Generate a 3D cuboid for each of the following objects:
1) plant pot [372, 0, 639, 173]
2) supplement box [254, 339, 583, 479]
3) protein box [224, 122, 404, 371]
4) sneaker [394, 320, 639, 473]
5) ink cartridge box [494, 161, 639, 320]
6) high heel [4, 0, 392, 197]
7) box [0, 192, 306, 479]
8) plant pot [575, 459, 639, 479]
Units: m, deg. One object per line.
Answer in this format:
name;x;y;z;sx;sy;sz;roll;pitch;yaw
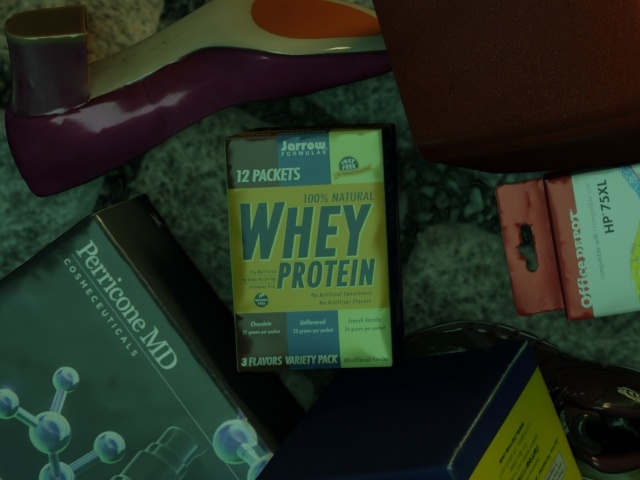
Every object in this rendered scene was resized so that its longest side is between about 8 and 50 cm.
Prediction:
plant pot;0.195;-0.182;1.502;0.236;0.267;0.267;-22;78;25
supplement box;0.124;0.293;1.521;0.194;0.195;0.356;-10;113;32
protein box;0.000;0.000;1.580;0.136;0.200;0.201;-3;96;6
sneaker;0.194;0.143;1.594;0.281;0.162;0.106;8;97;5
ink cartridge box;0.281;-0.005;1.611;0.231;0.078;0.134;-10;95;8
high heel;-0.103;-0.130;1.647;0.377;0.127;0.181;1;125;2
box;-0.249;0.193;1.623;0.395;0.212;0.293;-37;91;8
plant pot;0.233;0.310;1.675;0.236;0.032;0.236;1;97;7
